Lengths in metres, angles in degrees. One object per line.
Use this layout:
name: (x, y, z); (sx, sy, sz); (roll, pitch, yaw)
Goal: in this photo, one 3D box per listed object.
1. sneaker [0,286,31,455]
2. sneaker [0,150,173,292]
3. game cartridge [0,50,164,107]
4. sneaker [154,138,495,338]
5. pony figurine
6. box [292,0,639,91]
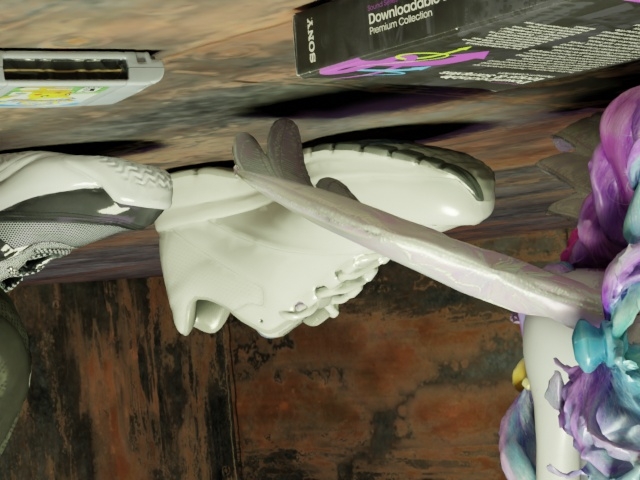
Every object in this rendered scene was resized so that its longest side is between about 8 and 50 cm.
sneaker: (-0.274, 0.133, 0.533); (0.202, 0.185, 0.482); (1, -163, 32)
sneaker: (-0.213, 0.029, 0.864); (0.268, 0.153, 0.101); (-6, 177, 16)
game cartridge: (-0.112, -0.065, 0.560); (0.083, 0.017, 0.056); (-4, 180, -29)
sneaker: (0.000, 0.000, 0.959); (0.297, 0.129, 0.111); (-10, 173, 43)
pony figurine: (0.152, 0.047, 0.704); (0.302, 0.364, 0.351); (-12, -164, -27)
box: (0.085, -0.082, 0.485); (0.116, 0.029, 0.162); (-2, 174, -43)
